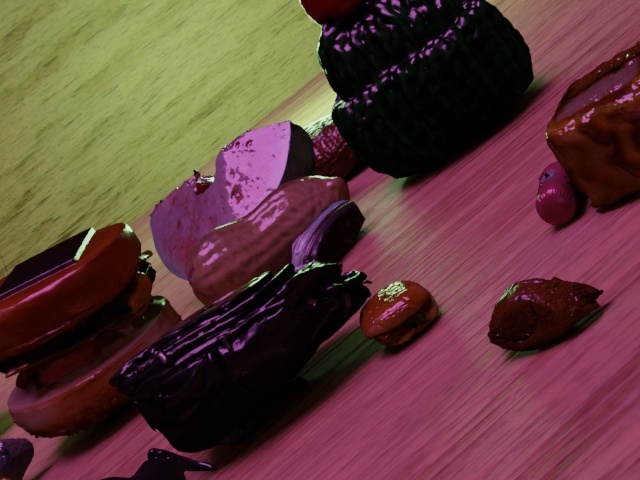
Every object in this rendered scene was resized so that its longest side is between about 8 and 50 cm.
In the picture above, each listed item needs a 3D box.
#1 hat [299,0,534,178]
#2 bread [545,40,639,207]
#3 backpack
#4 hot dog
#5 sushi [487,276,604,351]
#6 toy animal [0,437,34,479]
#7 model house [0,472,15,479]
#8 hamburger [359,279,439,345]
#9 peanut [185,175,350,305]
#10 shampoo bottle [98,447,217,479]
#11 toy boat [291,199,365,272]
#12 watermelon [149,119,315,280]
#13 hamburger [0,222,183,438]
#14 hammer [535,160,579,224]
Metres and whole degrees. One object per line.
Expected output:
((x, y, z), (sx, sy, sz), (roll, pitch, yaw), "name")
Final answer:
((0.099, -0.269, 1.579), (0.274, 0.332, 0.242), (-39, 10, 3), "hat")
((0.307, -0.127, 1.044), (0.222, 0.096, 0.181), (-29, 12, 35), "bread")
((-0.065, 0.102, 1.171), (0.258, 0.133, 0.206), (-38, 4, 13), "backpack")
((0.013, -0.152, 1.936), (0.227, 0.099, 0.160), (-26, 17, 39), "hot dog")
((0.166, 0.053, 0.898), (0.099, 0.050, 0.047), (-15, 18, 36), "sushi")
((-0.470, 0.351, 1.522), (0.253, 0.079, 0.070), (-43, -9, -26), "toy animal")
((-0.436, 0.331, 1.353), (0.229, 0.199, 0.220), (-9, 54, -3), "model house")
((0.072, 0.068, 1.110), (0.076, 0.044, 0.083), (-40, 15, -6), "hamburger")
((-0.067, 0.002, 1.584), (0.256, 0.124, 0.123), (-35, 11, -18), "peanut")
((-0.180, 0.268, 0.961), (0.101, 0.101, 0.284), (-29, 15, 34), "shampoo bottle")
((0.000, 0.000, 1.512), (0.066, 0.059, 0.140), (-8, 31, 42), "toy boat")
((-0.105, -0.027, 1.785), (0.322, 0.175, 0.188), (-33, 56, 47), "watermelon")
((-0.326, 0.125, 1.596), (0.291, 0.225, 0.291), (-28, 15, 9), "hamburger")
((0.222, -0.046, 1.104), (0.043, 0.043, 0.083), (-31, 16, 28), "hammer")
